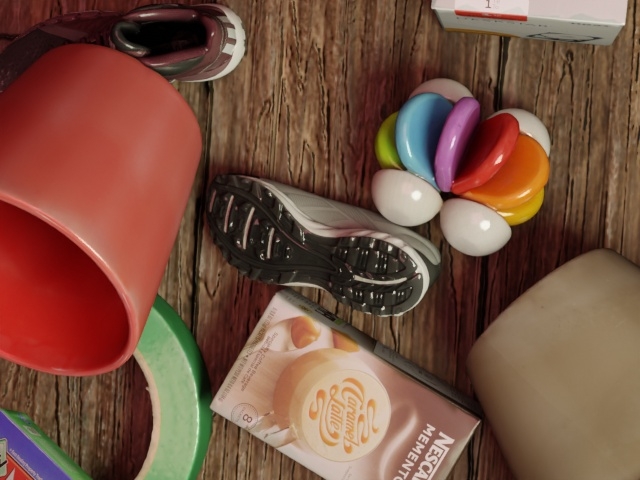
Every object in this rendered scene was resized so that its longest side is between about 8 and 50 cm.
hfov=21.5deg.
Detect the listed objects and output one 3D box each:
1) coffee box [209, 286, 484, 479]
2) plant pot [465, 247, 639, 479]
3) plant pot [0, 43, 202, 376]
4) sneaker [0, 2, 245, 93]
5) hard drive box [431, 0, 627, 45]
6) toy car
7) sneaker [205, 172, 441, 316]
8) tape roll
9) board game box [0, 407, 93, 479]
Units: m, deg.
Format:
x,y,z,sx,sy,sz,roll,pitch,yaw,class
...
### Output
x,y,z,sx,sy,sz,roll,pitch,yaw,class
0.030,0.172,1.740,0.246,0.098,0.141,30,95,5,coffee box
0.295,0.170,1.625,0.323,0.323,0.280,-40,71,6,plant pot
-0.251,-0.043,1.651,0.274,0.275,0.243,21,53,6,plant pot
-0.225,-0.198,1.729,0.281,0.162,0.106,-13,90,7,sneaker
0.205,-0.249,1.641,0.181,0.232,0.089,6,92,7,hard drive box
0.143,-0.086,1.684,0.182,0.136,0.159,24,69,6,toy car
0.000,0.000,1.749,0.271,0.108,0.100,22,113,21,sneaker
-0.278,0.183,1.790,0.321,0.077,0.321,0,91,6,tape roll
-0.270,0.339,1.656,0.317,0.046,0.214,36,97,36,board game box
